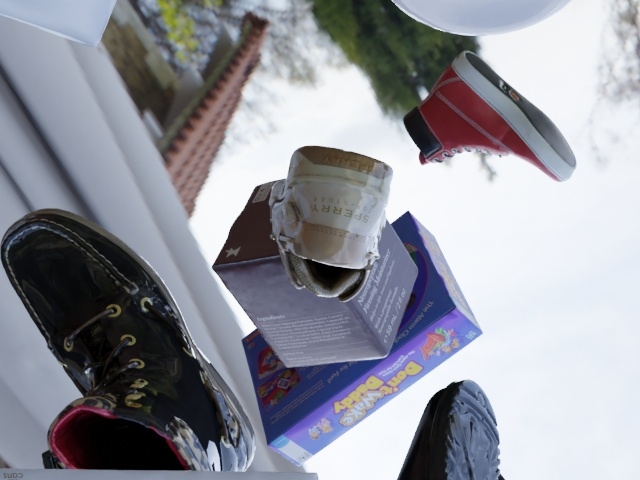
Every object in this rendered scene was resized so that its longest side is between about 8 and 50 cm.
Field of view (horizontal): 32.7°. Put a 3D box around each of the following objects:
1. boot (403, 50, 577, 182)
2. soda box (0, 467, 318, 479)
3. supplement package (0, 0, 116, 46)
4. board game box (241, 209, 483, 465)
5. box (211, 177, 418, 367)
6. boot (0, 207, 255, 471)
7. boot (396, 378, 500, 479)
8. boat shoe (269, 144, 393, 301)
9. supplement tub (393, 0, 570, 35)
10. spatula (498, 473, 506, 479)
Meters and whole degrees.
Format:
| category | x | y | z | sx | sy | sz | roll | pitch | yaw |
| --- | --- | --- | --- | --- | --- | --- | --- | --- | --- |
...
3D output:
| category | x | y | z | sx | sy | sz | roll | pitch | yaw |
| --- | --- | --- | --- | --- | --- | --- | --- | --- | --- |
| boot | 0.248 | -0.141 | 1.636 | 0.176 | 0.244 | 0.088 | -49 | 178 | 29 |
| soda box | -0.099 | 0.179 | 0.640 | 0.074 | 0.216 | 0.069 | -43 | -130 | 40 |
| supplement package | -0.170 | -0.205 | 0.615 | 0.105 | 0.105 | 0.179 | -61 | -145 | 22 |
| board game box | 0.051 | 0.145 | 1.644 | 0.347 | 0.078 | 0.233 | -38 | -142 | 15 |
| box | -0.002 | 0.038 | 1.444 | 0.167 | 0.203 | 0.168 | -9 | -141 | 33 |
| boot | -0.210 | 0.140 | 1.097 | 0.138 | 0.377 | 0.284 | -34 | -173 | 6 |
| boot | 0.043 | 0.244 | 0.951 | 0.207 | 0.094 | 0.246 | -13 | -129 | 34 |
| boat shoe | 0.000 | 0.000 | 1.065 | 0.341 | 0.122 | 0.110 | 88 | 12 | -80 |
| supplement tub | 0.181 | -0.417 | 1.199 | 0.235 | 0.235 | 0.325 | -17 | -127 | 36 |
| spatula | 0.278 | 0.373 | 1.400 | 0.084 | 0.296 | 0.030 | -45 | 161 | 13 |
